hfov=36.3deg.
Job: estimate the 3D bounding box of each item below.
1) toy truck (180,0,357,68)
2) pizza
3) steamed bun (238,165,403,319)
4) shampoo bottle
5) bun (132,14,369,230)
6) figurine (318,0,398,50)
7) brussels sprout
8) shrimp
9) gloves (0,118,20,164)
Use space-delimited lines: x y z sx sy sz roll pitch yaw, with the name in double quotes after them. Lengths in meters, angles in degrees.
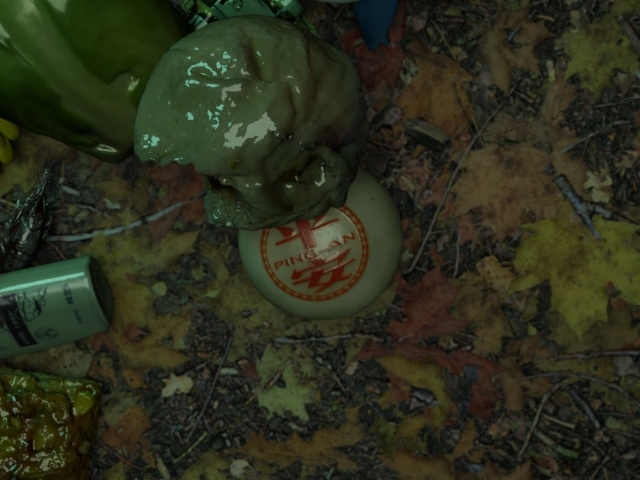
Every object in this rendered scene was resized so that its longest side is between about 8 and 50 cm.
-0.072 -0.278 1.304 0.128 0.135 0.259 -45 126 6 "toy truck"
-0.456 0.317 1.399 0.258 0.087 0.268 7 99 -11 "pizza"
0.000 0.000 1.345 0.232 0.145 0.231 0 96 1 "steamed bun"
-0.481 0.117 1.394 0.359 0.078 0.134 -12 128 2 "shampoo bottle"
-0.059 -0.132 1.177 0.205 0.281 0.281 37 97 38 "bun"
0.029 -0.428 1.284 0.416 0.243 0.298 10 87 -21 "figurine"
-0.337 -0.269 1.218 0.371 0.315 0.276 41 84 4 "brussels sprout"
-0.416 -0.025 1.394 0.057 0.065 0.165 22 92 -34 "shrimp"
-0.521 -0.196 1.306 0.133 0.116 0.294 -6 134 36 "gloves"
